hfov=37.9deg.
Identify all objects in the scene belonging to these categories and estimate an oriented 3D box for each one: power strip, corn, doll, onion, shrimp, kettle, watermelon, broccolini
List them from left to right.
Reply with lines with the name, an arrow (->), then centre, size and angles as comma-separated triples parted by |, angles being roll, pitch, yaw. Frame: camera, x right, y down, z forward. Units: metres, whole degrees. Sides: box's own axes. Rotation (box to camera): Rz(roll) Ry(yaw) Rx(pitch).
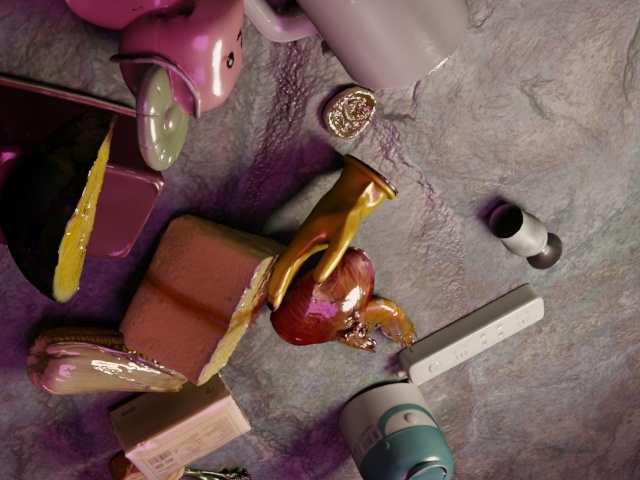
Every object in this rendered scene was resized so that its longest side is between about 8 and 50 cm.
watermelon -> -0.330, -0.026, 1.191 | 0.129, 0.123, 0.301 | -26, 148, -44
corn -> -0.366, 0.219, 1.643 | 0.305, 0.122, 0.123 | 11, 115, -43
doll -> -0.205, -0.253, 1.190 | 0.216, 0.284, 0.268 | 6, 127, 8
broccolini -> -0.244, 0.532, 2.121 | 0.201, 0.058, 0.074 | 30, 96, -31
onion -> 0.023, 0.120, 1.735 | 0.230, 0.163, 0.230 | -47, 172, -9
kettle -> 0.028, -0.380, 1.275 | 0.318, 0.265, 0.205 | 43, 69, -50
shrimp -> 0.131, 0.194, 2.004 | 0.150, 0.068, 0.249 | -35, 137, 22
power strip -> 0.346, 0.226, 2.175 | 0.385, 0.062, 0.091 | -27, 137, -8

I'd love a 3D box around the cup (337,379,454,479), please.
cup -> 0.174, 0.508, 2.203 | 0.219, 0.257, 0.289 | -3, 132, -25

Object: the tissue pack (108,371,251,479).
tissue pack -> -0.278, 0.359, 1.845 | 0.234, 0.125, 0.159 | -29, 141, -7

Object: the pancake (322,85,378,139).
pancake -> 0.050, -0.214, 1.565 | 0.108, 0.017, 0.108 | -21, 137, -20

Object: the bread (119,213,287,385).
bread -> -0.195, 0.094, 1.633 | 0.263, 0.198, 0.236 | -62, 166, 10

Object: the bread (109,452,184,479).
bread -> -0.359, 0.483, 1.957 | 0.149, 0.073, 0.122 | -24, 142, -11

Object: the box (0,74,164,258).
box -> -0.369, -0.094, 1.293 | 0.294, 0.167, 0.193 | 9, 123, -40

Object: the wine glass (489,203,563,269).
wine glass -> 0.435, -0.009, 1.972 | 0.093, 0.093, 0.202 | -44, 141, 13

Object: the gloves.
gloves -> 0.000, 0.000, 1.607 | 0.294, 0.116, 0.133 | -53, 168, -4
